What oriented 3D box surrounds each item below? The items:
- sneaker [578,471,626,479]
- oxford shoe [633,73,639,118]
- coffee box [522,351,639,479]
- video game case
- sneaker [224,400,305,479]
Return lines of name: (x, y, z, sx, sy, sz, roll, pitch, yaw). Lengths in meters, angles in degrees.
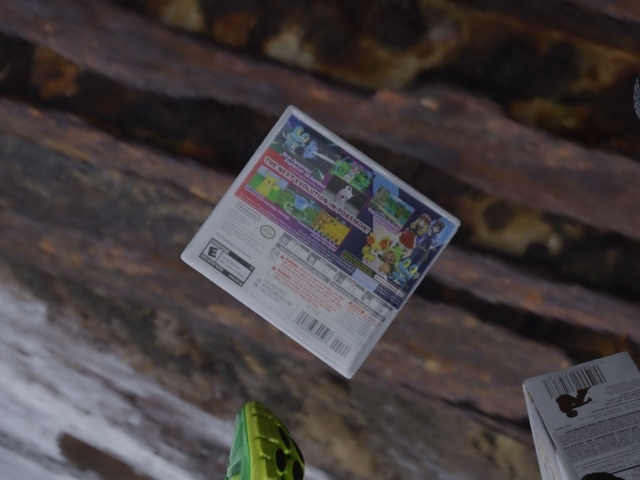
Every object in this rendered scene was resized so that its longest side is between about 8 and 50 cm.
sneaker: (0.209, 0.281, 0.990, 0.111, 0.121, 0.300, -109, -7, -64)
oxford shoe: (0.396, -0.142, 1.457, 0.096, 0.082, 0.227, -4, -175, -30)
coffee box: (0.298, 0.263, 1.422, 0.297, 0.119, 0.168, -108, 2, -60)
video game case: (0.000, 0.000, 1.424, 0.201, 0.183, 0.023, 35, 177, 9)
sneaker: (-0.088, 0.299, 1.679, 0.124, 0.295, 0.109, -24, 127, 21)
